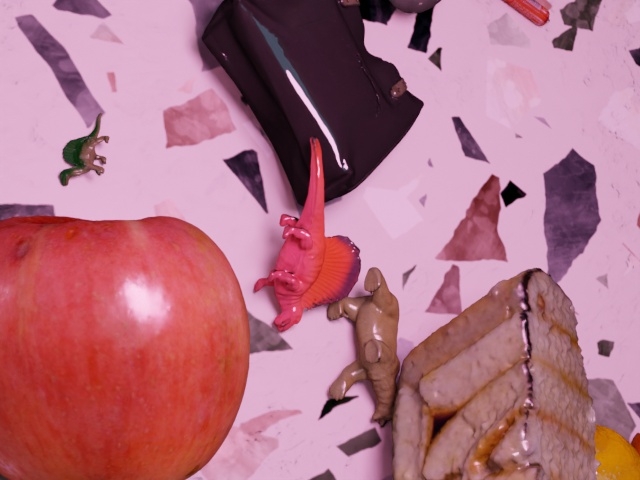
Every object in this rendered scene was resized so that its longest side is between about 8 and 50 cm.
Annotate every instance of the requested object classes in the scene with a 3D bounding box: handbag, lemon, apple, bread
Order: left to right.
[{"bbox_3d":[-0.262,0.133,1.225,0.364,0.364,0.364,7,74,-24],"label":"apple"},{"bbox_3d":[0.006,-0.251,1.572,0.288,0.152,0.342,-32,95,-40],"label":"handbag"},{"bbox_3d":[0.231,0.253,1.466,0.239,0.264,0.395,33,48,-43],"label":"bread"},{"bbox_3d":[0.400,0.378,1.565,0.187,0.187,0.244,-16,116,-28],"label":"lemon"}]

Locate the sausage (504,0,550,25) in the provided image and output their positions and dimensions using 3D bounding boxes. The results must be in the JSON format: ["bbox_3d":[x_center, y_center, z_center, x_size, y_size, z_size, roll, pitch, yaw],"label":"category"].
[{"bbox_3d":[0.355,-0.421,1.839,0.129,0.034,0.034,31,65,-15],"label":"sausage"}]

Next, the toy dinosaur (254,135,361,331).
[{"bbox_3d":[0.006,0.005,1.474,0.139,0.070,0.286,15,106,-16],"label":"toy dinosaur"}]

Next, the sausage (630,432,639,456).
[{"bbox_3d":[0.529,0.408,1.677,0.076,0.076,0.197,15,72,-21],"label":"sausage"}]

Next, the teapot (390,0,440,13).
[{"bbox_3d":[0.098,-0.477,1.665,0.251,0.183,0.183,19,68,-6],"label":"teapot"}]

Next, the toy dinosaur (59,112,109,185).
[{"bbox_3d":[-0.325,-0.129,1.444,0.060,0.029,0.120,9,69,-6],"label":"toy dinosaur"}]

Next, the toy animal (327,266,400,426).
[{"bbox_3d":[0.080,0.159,1.531,0.101,0.103,0.219,19,62,-45],"label":"toy animal"}]
